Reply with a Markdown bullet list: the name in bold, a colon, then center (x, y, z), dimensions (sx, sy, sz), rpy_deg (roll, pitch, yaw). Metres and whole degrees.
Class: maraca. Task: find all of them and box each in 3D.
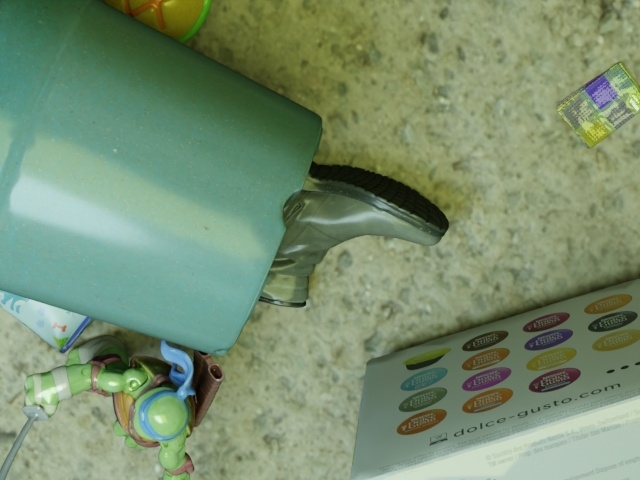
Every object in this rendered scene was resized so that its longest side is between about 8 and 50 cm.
- **maraca**: center (-0.187, -0.270, 1.791), dimensions (0.185, 0.099, 0.127), rpy_deg (38, 102, 18)

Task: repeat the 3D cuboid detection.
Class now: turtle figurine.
- **turtle figurine**: center (-0.223, 0.205, 1.809), dimensions (0.197, 0.266, 0.275), rpy_deg (18, 93, -11)

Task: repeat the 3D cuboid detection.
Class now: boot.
- **boot**: center (0.000, 0.000, 1.872), dimensions (0.246, 0.083, 0.161), rpy_deg (19, 109, 3)

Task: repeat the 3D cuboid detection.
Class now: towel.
- **towel**: center (0.296, -0.140, 1.860), dimensions (0.083, 0.009, 0.060), rpy_deg (-35, 101, 9)

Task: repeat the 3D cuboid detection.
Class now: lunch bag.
- **lunch bag**: center (-0.272, 0.023, 1.869), dimensions (0.129, 0.096, 0.151), rpy_deg (38, 87, -4)

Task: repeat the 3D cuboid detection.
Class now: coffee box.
- **coffee box**: center (0.245, 0.274, 1.758), dimensions (0.337, 0.334, 0.338), rpy_deg (-17, 104, 9)

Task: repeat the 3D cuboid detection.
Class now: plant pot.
- **plant pot**: center (-0.195, -0.065, 1.690), dimensions (0.334, 0.341, 0.341), rpy_deg (22, 103, -4)
